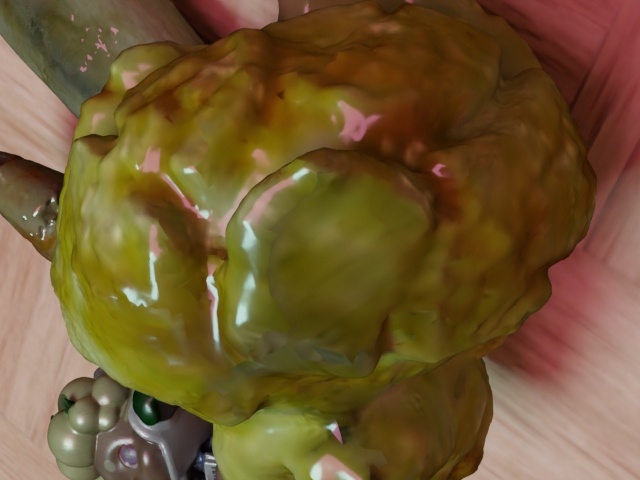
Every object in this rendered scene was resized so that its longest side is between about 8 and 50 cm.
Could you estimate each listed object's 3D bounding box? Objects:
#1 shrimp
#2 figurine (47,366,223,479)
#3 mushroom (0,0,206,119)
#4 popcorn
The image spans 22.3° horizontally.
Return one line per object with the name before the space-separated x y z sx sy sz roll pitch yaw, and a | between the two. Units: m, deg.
shrimp | -0.085 0.037 0.964 0.294 0.062 0.154 39 175 -1
figurine | -0.080 0.135 1.008 0.197 0.093 0.147 21 142 28
mushroom | -0.145 -0.141 0.941 0.312 0.081 0.100 48 128 15
popcorn | -0.001 0.007 0.790 0.276 0.225 0.276 3 127 3
